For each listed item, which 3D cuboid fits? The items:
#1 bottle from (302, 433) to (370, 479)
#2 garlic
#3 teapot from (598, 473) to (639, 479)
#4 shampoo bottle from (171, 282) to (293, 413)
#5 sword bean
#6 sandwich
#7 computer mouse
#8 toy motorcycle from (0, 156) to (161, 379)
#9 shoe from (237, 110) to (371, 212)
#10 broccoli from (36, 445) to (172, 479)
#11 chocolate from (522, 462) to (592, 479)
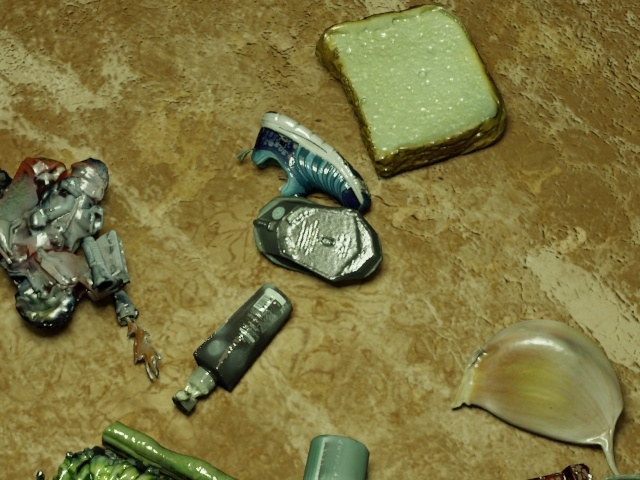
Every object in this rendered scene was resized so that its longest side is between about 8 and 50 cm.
[{"bbox_3d":[0.001,0.382,1.641,0.082,0.082,0.286,9,60,6],"label":"bottle"},{"bbox_3d":[0.325,0.193,1.747,0.266,0.148,0.128,27,27,20],"label":"garlic"},{"bbox_3d":[0.342,0.399,1.476,0.300,0.344,0.253,-32,65,-17],"label":"teapot"},{"bbox_3d":[-0.122,0.147,1.794,0.057,0.063,0.208,28,64,29],"label":"shampoo bottle"},{"bbox_3d":[-0.156,0.297,1.716,0.269,0.043,0.038,20,56,13],"label":"sword bean"},{"bbox_3d":[0.137,-0.230,1.998,0.226,0.087,0.251,-19,64,-8],"label":"sandwich"},{"bbox_3d":[0.000,0.000,1.877,0.192,0.062,0.106,17,81,16],"label":"computer mouse"},{"bbox_3d":[-0.340,0.020,1.835,0.207,0.134,0.401,-30,62,-9],"label":"toy motorcycle"},{"bbox_3d":[-0.018,-0.098,1.934,0.207,0.091,0.106,33,91,13],"label":"shoe"},{"bbox_3d":[-0.299,0.386,1.595,0.165,0.145,0.304,24,57,28],"label":"broccoli"},{"bbox_3d":[0.264,0.339,1.695,0.182,0.028,0.086,-14,68,-7],"label":"chocolate"}]
